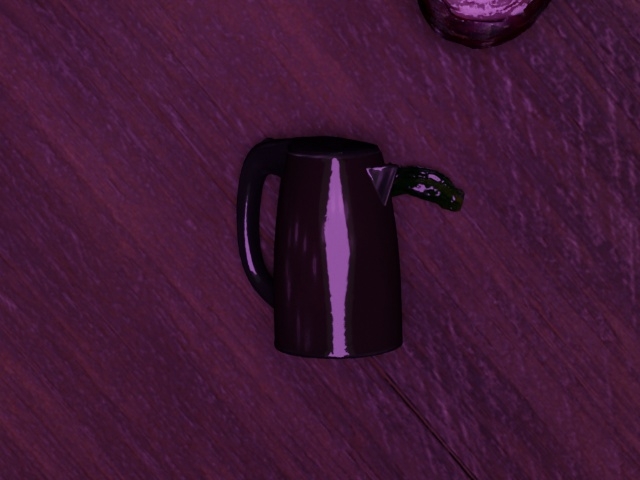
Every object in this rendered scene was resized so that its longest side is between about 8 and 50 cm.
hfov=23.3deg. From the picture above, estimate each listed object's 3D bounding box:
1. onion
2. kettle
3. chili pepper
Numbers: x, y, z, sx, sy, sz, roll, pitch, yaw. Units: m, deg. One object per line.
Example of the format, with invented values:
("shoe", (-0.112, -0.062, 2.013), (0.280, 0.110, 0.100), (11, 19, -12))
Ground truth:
("onion", (0.204, -0.301, 1.644), (0.218, 0.140, 0.195), (0, 81, 3))
("kettle", (0.000, 0.000, 1.716), (0.202, 0.144, 0.232), (5, 100, 36))
("chili pepper", (0.103, -0.057, 1.746), (0.118, 0.035, 0.055), (-3, 101, 1))
